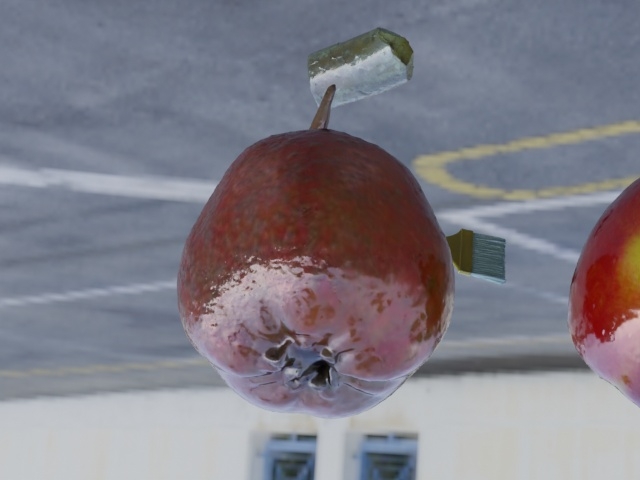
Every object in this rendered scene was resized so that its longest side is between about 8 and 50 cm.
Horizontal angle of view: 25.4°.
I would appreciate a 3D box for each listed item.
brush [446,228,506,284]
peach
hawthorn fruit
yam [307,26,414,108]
[{"bbox_3d":[0.116,0.002,1.645,0.205,0.083,0.011,13,128,-2],"label":"brush"},{"bbox_3d":[0.296,0.023,1.046,0.190,0.226,0.196,39,-167,12],"label":"peach"},{"bbox_3d":[0.000,0.000,1.086,0.210,0.262,0.210,3,143,2],"label":"hawthorn fruit"},{"bbox_3d":[0.043,-0.186,1.517,0.146,0.070,0.069,-16,159,37],"label":"yam"}]
